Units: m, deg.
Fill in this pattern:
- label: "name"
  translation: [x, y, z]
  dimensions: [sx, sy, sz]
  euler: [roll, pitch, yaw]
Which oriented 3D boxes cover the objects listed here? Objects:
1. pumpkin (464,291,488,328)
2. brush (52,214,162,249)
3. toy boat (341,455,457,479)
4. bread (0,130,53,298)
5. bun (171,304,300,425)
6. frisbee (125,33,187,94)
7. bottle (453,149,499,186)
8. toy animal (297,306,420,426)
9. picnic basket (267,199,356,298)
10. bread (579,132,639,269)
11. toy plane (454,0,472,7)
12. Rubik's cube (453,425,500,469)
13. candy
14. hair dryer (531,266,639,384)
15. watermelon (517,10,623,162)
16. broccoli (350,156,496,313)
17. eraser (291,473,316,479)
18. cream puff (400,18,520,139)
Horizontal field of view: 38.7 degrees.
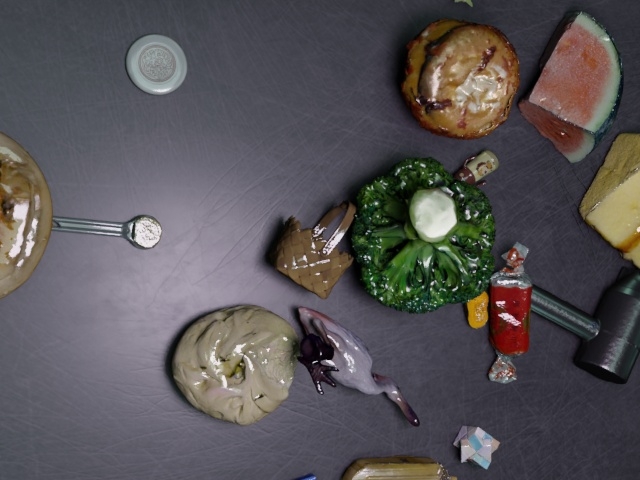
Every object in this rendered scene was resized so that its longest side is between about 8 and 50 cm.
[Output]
- label: "pumpkin"
  translation: [0.309, 0.135, 1.829]
  dimensions: [0.050, 0.028, 0.083]
  euler: [-6, 99, -22]
- label: "brush"
  translation: [-0.406, -0.024, 1.573]
  dimensions: [0.266, 0.027, 0.062]
  euler: [5, 87, -20]
- label: "toy boat"
  translation: [0.150, 0.462, 1.745]
  dimensions: [0.226, 0.068, 0.088]
  euler: [3, 94, -20]
- label: "bread"
  translation: [-0.527, -0.060, 1.449]
  dimensions: [0.192, 0.171, 0.313]
  euler: [-14, 91, -12]
- label: "bun"
  translation: [-0.139, 0.221, 1.618]
  dimensions: [0.237, 0.116, 0.209]
  euler: [-24, 98, -18]
- label: "frisbee"
  translation: [-0.292, -0.315, 1.627]
  dimensions: [0.110, 0.014, 0.110]
  euler: [0, 89, -19]
- label: "bottle"
  translation: [0.308, -0.136, 1.824]
  dimensions: [0.101, 0.047, 0.063]
  euler: [-35, 91, -16]
- label: "toy animal"
  translation: [0.050, 0.231, 1.690]
  dimensions: [0.090, 0.195, 0.324]
  euler: [-38, 137, 19]
- label: "picnic basket"
  translation: [0.000, 0.000, 1.665]
  dimensions: [0.138, 0.128, 0.178]
  euler: [35, 95, -19]
- label: "bread"
  translation: [0.709, -0.061, 1.900]
  dimensions: [0.263, 0.198, 0.236]
  euler: [37, 84, -18]
- label: "toy plane"
  translation: [0.289, -0.526, 1.829]
  dimensions: [0.102, 0.040, 0.111]
  euler: [4, 89, -39]
- label: "Rubik's cube"
  translation: [0.304, 0.411, 1.796]
  dimensions: [0.075, 0.084, 0.073]
  euler: [33, 74, 0]
- label: "candy"
  translation: [0.377, 0.147, 1.819]
  dimensions: [0.086, 0.059, 0.292]
  euler: [1, 100, 8]
- label: "hair dryer"
  translation: [0.547, 0.124, 1.885]
  dimensions: [0.303, 0.116, 0.244]
  euler: [28, 77, -10]
- label: "watermelon"
  translation: [0.520, -0.324, 1.862]
  dimensions: [0.226, 0.148, 0.318]
  euler: [-2, 88, -12]
- label: "broccoli"
  translation: [0.189, -0.005, 1.655]
  dimensions: [0.298, 0.297, 0.297]
  euler: [0, 86, 3]
- label: "eraser"
  translation: [-0.044, 0.478, 1.694]
  dimensions: [0.085, 0.027, 0.063]
  euler: [-13, 95, -20]
- label: "cream puff"
  translation: [0.260, -0.310, 1.748]
  dimensions: [0.240, 0.164, 0.239]
  euler: [-9, 113, -21]
